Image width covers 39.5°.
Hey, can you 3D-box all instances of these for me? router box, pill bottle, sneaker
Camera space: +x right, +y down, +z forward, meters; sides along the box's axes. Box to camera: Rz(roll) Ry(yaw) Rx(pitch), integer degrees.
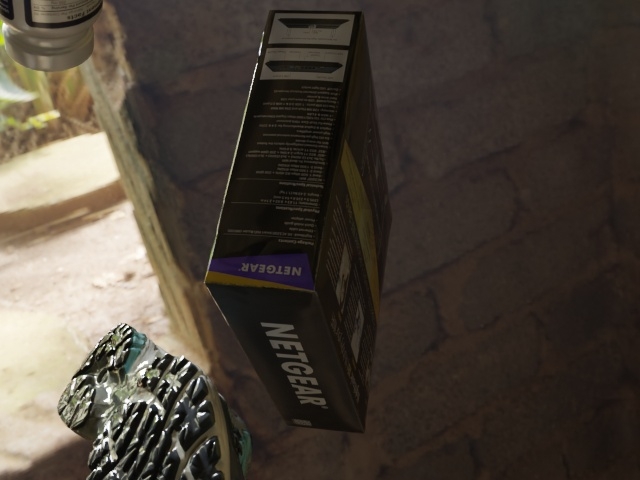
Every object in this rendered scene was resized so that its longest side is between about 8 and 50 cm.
[{"bbox_3d":[0.000,0.000,0.760,0.081,0.309,0.243,3,61,11],"label":"router box"},{"bbox_3d":[-0.370,-0.369,1.196,0.153,0.265,0.153,7,47,-7],"label":"pill bottle"},{"bbox_3d":[-0.086,0.138,0.607,0.110,0.122,0.283,-55,25,-2],"label":"sneaker"}]
